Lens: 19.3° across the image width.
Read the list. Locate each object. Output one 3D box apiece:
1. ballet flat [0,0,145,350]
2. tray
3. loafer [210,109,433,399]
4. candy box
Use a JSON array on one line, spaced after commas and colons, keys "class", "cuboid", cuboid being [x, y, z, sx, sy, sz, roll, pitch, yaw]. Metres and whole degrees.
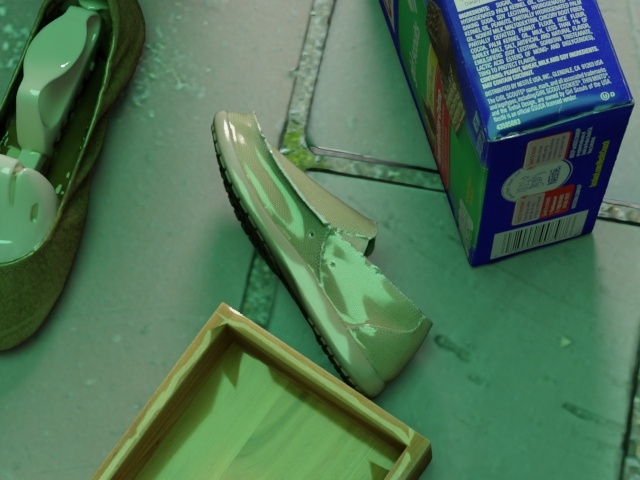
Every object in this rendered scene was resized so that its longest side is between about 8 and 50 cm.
[{"class": "ballet flat", "cuboid": [-0.236, -0.081, 1.568, 0.116, 0.124, 0.342, 18, 73, 11]}, {"class": "tray", "cuboid": [-0.112, 0.273, 1.462, 0.203, 0.076, 0.411, 33, 77, 14]}, {"class": "loafer", "cuboid": [0.000, 0.000, 1.539, 0.092, 0.102, 0.268, -30, 80, -7]}, {"class": "candy box", "cuboid": [0.130, -0.178, 1.495, 0.122, 0.268, 0.317, -14, 69, -4]}]
